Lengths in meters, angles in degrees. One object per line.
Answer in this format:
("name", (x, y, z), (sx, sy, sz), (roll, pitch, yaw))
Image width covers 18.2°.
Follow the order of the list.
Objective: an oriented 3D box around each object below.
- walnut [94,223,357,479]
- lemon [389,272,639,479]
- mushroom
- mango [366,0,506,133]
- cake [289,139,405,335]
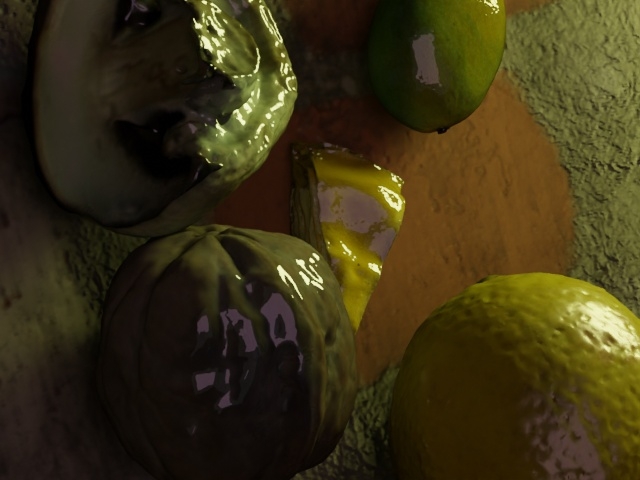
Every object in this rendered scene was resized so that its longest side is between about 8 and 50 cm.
("walnut", (-0.074, 0.096, 1.565), (0.224, 0.224, 0.224), (3, 83, -23))
("lemon", (0.177, 0.160, 1.634), (0.267, 0.267, 0.267), (3, 83, -23))
("mushroom", (-0.120, -0.121, 1.582), (0.164, 0.189, 0.267), (14, 44, -51))
("mango", (0.106, -0.185, 1.731), (0.122, 0.085, 0.191), (21, 77, -16))
("cake", (0.002, 0.000, 1.671), (0.116, 0.080, 0.185), (36, 76, -18))
